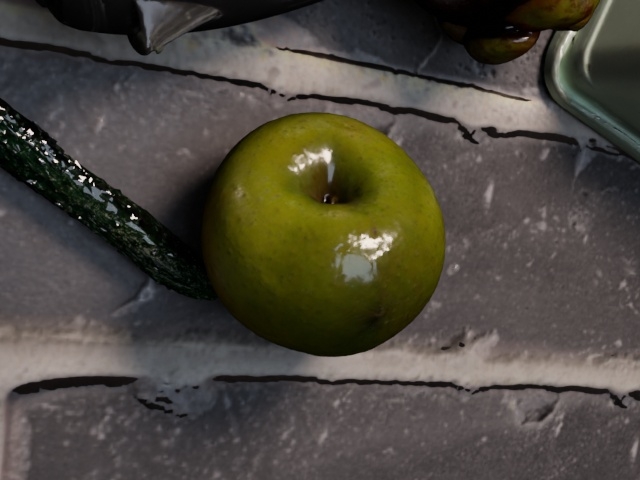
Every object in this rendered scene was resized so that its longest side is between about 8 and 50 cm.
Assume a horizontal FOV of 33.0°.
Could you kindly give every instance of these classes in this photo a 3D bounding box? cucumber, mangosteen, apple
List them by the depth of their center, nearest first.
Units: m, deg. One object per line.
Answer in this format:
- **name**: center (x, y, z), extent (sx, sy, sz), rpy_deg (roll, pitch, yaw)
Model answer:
- **cucumber**: center (-0.170, -0.025, 0.837), extent (0.256, 0.043, 0.044), rpy_deg (40, 83, -27)
- **apple**: center (0.000, 0.000, 0.847), extent (0.196, 0.196, 0.157), rpy_deg (-29, 150, -21)
- **mangosteen**: center (0.152, -0.253, 0.889), extent (0.210, 0.210, 0.210), rpy_deg (-4, 98, -27)

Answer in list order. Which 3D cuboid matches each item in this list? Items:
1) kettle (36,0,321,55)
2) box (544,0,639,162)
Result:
- **kettle**: center (-0.101, -0.273, 0.776), extent (0.290, 0.207, 0.268), rpy_deg (-26, 77, -15)
- **box**: center (0.398, -0.151, 1.038), extent (0.312, 0.182, 0.175), rpy_deg (29, 83, -28)
